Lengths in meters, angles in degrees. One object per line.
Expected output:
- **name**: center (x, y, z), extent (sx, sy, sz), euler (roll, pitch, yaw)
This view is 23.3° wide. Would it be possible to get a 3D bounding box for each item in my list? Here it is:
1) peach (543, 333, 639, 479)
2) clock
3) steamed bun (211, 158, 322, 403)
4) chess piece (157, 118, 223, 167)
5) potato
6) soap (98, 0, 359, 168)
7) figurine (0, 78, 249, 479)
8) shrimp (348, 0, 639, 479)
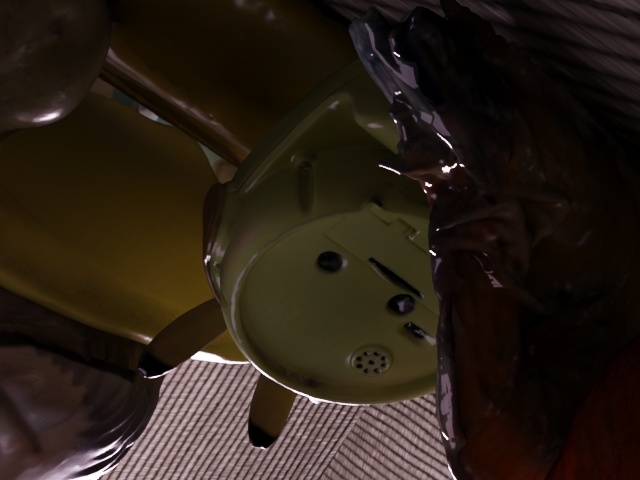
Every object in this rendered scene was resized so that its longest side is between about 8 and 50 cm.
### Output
- **peach**: center (0.193, 0.114, 0.619), extent (0.232, 0.232, 0.256), euler (34, -151, -35)
- **clock**: center (0.017, 0.020, 0.788), extent (0.170, 0.232, 0.069), euler (35, -147, -28)
- **steamed bun**: center (0.000, 0.000, 1.073), extent (0.192, 0.177, 0.106), euler (41, 177, -14)
- **chess piece**: center (-0.090, -0.059, 1.223), extent (0.299, 0.194, 0.194), euler (22, 174, 19)
- **potato**: center (-0.176, -0.129, 0.724), extent (0.235, 0.160, 0.178), euler (33, 150, 53)
- **soap**: center (-0.003, -0.066, 0.889), extent (0.315, 0.091, 0.199), euler (34, 178, -25)
- **figurine**: center (-0.257, 0.028, 0.997), extent (0.266, 0.378, 0.361), euler (37, -153, -33)
- **shrimp**: center (0.078, 0.016, 0.634), extent (0.062, 0.164, 0.317), euler (12, 160, 35)
